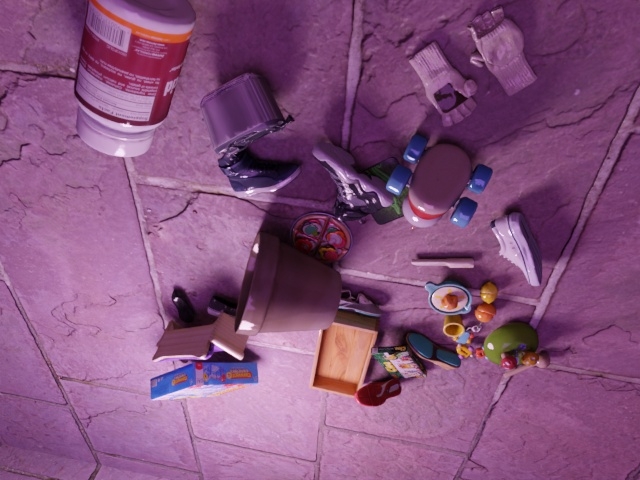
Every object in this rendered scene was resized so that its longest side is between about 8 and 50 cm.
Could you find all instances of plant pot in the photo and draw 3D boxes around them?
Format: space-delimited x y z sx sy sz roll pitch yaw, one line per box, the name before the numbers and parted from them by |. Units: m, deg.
plant pot | -0.096 0.157 1.451 0.281 0.323 0.323 14 130 -14

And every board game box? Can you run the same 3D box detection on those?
board game box | 0.290 0.446 1.697 0.136 0.030 0.259 -8 143 26
board game box | -0.460 0.559 1.852 0.308 0.086 0.302 -27 151 36

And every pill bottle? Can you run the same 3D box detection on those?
pill bottle | -0.463 -0.411 1.130 0.224 0.224 0.392 28 128 -9

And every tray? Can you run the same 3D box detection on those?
tray | 0.082 0.431 1.756 0.203 0.076 0.410 12 128 4

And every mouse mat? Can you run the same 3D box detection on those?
mouse mat | 0.189 -0.136 1.336 0.153 0.007 0.189 -23 118 27

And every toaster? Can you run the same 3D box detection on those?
toaster | -0.193 -0.322 1.178 0.227 0.129 0.146 -22 95 20

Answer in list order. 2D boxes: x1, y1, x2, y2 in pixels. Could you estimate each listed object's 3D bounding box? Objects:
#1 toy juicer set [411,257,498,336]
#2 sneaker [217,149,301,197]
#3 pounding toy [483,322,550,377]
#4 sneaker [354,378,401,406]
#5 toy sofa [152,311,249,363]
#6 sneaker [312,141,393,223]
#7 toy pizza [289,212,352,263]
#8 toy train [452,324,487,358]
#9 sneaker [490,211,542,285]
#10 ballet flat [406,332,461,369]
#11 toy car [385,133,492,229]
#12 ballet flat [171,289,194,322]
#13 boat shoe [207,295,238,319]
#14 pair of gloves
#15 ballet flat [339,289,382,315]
toy juicer set | 0.442 0.170 1.463 0.209 0.089 0.329 -19 121 25
sneaker | -0.180 -0.215 1.305 0.226 0.086 0.163 -13 126 22
pounding toy | 0.662 0.393 1.550 0.183 0.110 0.237 -32 117 17
sneaker | 0.197 0.593 1.794 0.221 0.086 0.128 2 158 -34
toy sofa | -0.444 0.390 1.717 0.363 0.177 0.150 -15 134 38
sneaker | 0.060 -0.145 1.287 0.269 0.101 0.153 34 124 -17
toy pizza | 0.000 0.000 1.466 0.202 0.032 0.201 6 128 8
toy train | 0.527 0.350 1.615 0.125 0.046 0.166 -22 117 13
sneaker | 0.566 0.027 1.337 0.091 0.094 0.258 -9 122 41
ballet flat | 0.392 0.407 1.669 0.232 0.080 0.073 29 143 -8
toy car | 0.292 -0.121 1.245 0.219 0.210 0.238 27 158 7
ballet flat | -0.523 0.255 1.782 0.058 0.049 0.173 -13 132 -5
boat shoe | -0.298 0.253 1.708 0.229 0.080 0.076 15 103 3
pair of gloves | 0.353 -0.395 1.076 0.240 0.042 0.204 -23 119 26
ballet flat | 0.111 0.206 1.582 0.213 0.072 0.068 11 98 1
